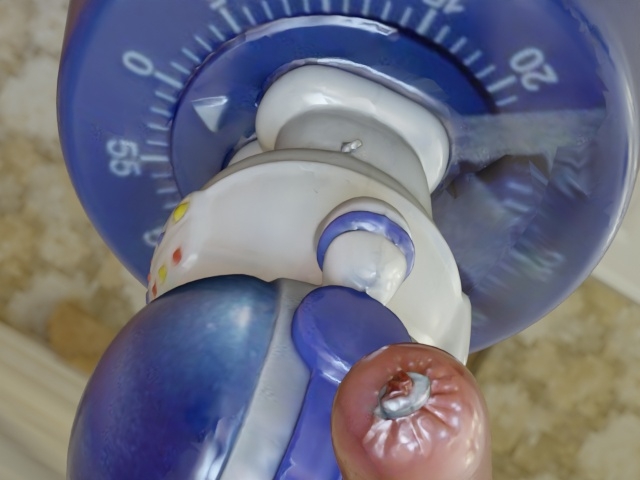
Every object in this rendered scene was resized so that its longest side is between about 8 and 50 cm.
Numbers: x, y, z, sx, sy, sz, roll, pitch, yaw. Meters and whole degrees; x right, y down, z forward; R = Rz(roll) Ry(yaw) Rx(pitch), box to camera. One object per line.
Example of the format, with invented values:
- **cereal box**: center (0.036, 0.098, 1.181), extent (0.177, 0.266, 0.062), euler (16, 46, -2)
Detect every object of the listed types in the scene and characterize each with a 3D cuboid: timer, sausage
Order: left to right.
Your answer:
- **timer**: center (0.000, 0.000, 0.744), extent (0.270, 0.270, 0.383), euler (-57, -167, 36)
- **sausage**: center (0.023, 0.061, 0.419), extent (0.029, 0.029, 0.223), euler (-60, 165, -15)
